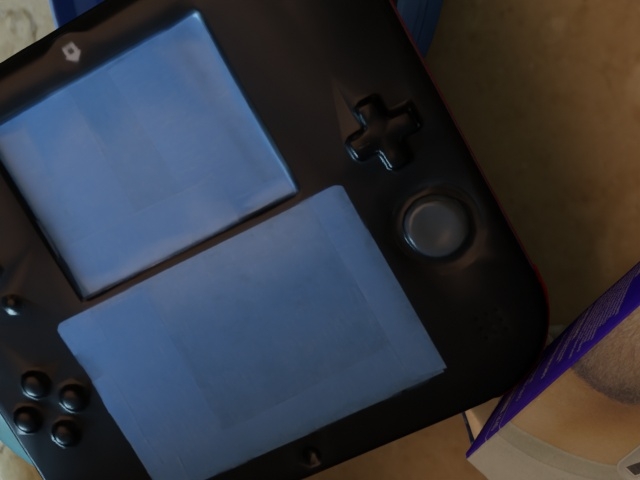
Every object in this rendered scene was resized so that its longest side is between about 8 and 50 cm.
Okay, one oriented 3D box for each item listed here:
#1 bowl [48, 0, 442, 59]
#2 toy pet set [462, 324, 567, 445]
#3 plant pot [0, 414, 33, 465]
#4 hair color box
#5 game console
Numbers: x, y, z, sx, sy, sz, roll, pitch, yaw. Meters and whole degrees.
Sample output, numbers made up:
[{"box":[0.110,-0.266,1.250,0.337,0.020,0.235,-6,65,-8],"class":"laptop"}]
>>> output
[{"box":[-0.067,-0.234,0.996,0.391,0.077,0.391,11,107,38],"class":"bowl"},{"box":[0.161,0.125,0.918,0.114,0.065,0.122,-18,92,7],"class":"toy pet set"},{"box":[-0.189,0.070,1.040,0.290,0.195,0.290,-9,75,37],"class":"plant pot"},{"box":[0.263,0.076,0.741,0.185,0.110,0.339,41,125,3],"class":"hair color box"},{"box":[-0.079,0.008,0.837,0.386,0.060,0.342,-26,106,18],"class":"game console"}]
